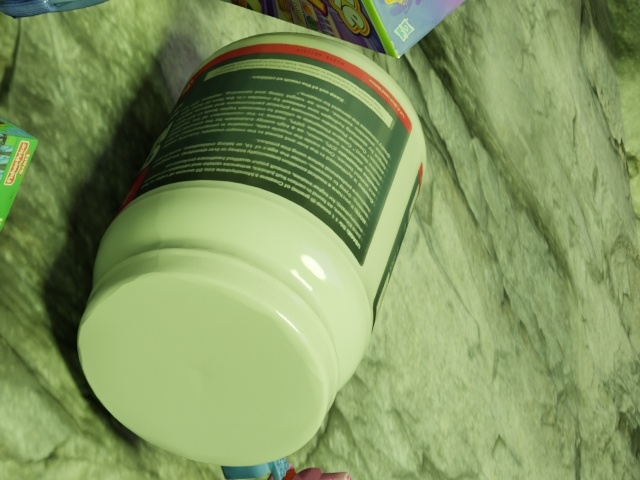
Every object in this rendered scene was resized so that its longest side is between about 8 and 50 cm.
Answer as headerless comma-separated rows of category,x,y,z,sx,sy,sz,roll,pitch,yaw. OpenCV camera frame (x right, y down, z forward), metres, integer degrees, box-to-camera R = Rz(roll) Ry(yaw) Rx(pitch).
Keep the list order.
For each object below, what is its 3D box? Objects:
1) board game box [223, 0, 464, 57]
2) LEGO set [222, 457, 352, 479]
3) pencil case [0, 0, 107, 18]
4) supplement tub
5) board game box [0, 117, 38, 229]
board game box,-0.058,-0.301,1.207,0.078,0.233,0.347,-42,126,-18
LEGO set,-0.034,0.202,1.330,0.227,0.093,0.087,-54,133,-57
pencil case,-0.191,-0.279,1.060,0.133,0.119,0.306,-45,125,-57
supplement tub,-0.043,0.000,1.240,0.272,0.191,0.191,-68,144,-48
board game box,-0.238,0.007,0.888,0.211,0.039,0.160,4,112,-65
